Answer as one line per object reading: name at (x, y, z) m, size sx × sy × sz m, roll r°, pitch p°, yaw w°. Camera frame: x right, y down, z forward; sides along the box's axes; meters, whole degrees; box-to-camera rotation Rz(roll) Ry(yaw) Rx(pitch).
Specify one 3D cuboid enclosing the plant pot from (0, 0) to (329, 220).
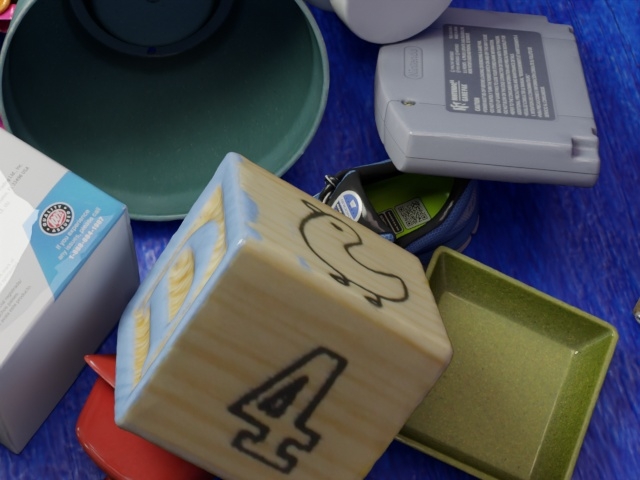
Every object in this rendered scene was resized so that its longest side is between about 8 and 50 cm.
plant pot at (-0.150, -0.193, 1.469) m, size 0.293 × 0.293 × 0.196 m, roll -6°, pitch 40°, yaw -5°

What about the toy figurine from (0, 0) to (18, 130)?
toy figurine at (-0.341, -0.165, 1.530) m, size 0.173 × 0.130 × 0.159 m, roll -4°, pitch 74°, yaw 20°

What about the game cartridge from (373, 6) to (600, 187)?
game cartridge at (0.149, -0.140, 1.482) m, size 0.198 × 0.062 × 0.297 m, roll 2°, pitch 30°, yaw 3°

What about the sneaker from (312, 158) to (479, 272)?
sneaker at (0.000, 0.000, 1.438) m, size 0.330 × 0.147 × 0.130 m, roll -30°, pitch 70°, yaw -14°

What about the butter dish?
butter dish at (-0.149, 0.179, 1.366) m, size 0.160 × 0.160 × 0.118 m, roll 38°, pitch 94°, yaw 10°

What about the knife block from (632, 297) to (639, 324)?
knife block at (0.427, 0.039, 1.469) m, size 0.242 × 0.088 × 0.276 m, roll -32°, pitch 70°, yaw -15°

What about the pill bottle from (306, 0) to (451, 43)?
pill bottle at (0.013, -0.322, 1.539) m, size 0.162 × 0.162 × 0.278 m, roll -26°, pitch 50°, yaw -13°

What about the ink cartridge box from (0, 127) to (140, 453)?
ink cartridge box at (-0.327, 0.014, 1.390) m, size 0.270 × 0.197 × 0.198 m, roll 32°, pitch 69°, yaw 11°

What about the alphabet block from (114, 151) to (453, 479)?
alphabet block at (-0.036, 0.079, 1.286) m, size 0.197 × 0.192 × 0.193 m, roll 29°, pitch 109°, yaw -18°

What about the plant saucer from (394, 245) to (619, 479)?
plant saucer at (0.153, 0.127, 1.428) m, size 0.188 × 0.045 × 0.188 m, roll 25°, pitch 67°, yaw -2°
